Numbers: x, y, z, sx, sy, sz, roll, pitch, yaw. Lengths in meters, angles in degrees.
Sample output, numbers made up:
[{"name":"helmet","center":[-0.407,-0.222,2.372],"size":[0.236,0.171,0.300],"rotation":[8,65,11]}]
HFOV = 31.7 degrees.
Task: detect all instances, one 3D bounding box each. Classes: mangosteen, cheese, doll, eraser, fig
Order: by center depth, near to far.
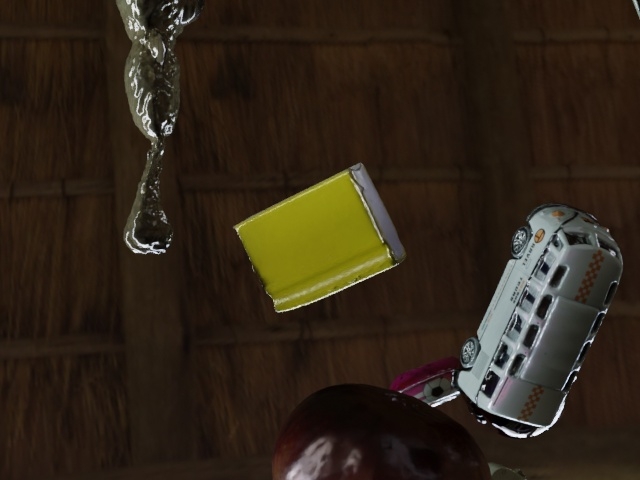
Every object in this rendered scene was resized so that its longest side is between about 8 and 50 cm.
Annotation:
[{"name":"doll","center":[-0.161,-0.146,1.099],"size":[0.091,0.286,0.203],"rotation":[1,-31,-3]},{"name":"fig","center":[0.054,0.249,1.135],"size":[0.235,0.235,0.214],"rotation":[18,-60,-28]},{"name":"mangosteen","center":[0.211,0.138,1.173],"size":[0.140,0.140,0.140],"rotation":[-9,-53,-12]},{"name":"eraser","center":[0.000,0.000,1.662],"size":[0.226,0.069,0.158],"rotation":[-25,-89,26]},{"name":"cheese","center":[0.197,0.212,1.728],"size":[0.244,0.062,0.155],"rotation":[-12,-16,-33]}]

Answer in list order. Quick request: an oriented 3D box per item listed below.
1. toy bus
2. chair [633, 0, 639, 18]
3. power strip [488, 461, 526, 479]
[{"name":"toy bus","center":[0.194,0.068,0.980],"size":[0.087,0.089,0.194],"rotation":[18,-77,-19]},{"name":"chair","center":[0.499,-0.246,1.311],"size":[0.190,0.203,0.275],"rotation":[-35,-48,-5]},{"name":"power strip","center":[0.182,0.378,1.413],"size":[0.080,0.029,0.227],"rotation":[46,-105,-23]}]
